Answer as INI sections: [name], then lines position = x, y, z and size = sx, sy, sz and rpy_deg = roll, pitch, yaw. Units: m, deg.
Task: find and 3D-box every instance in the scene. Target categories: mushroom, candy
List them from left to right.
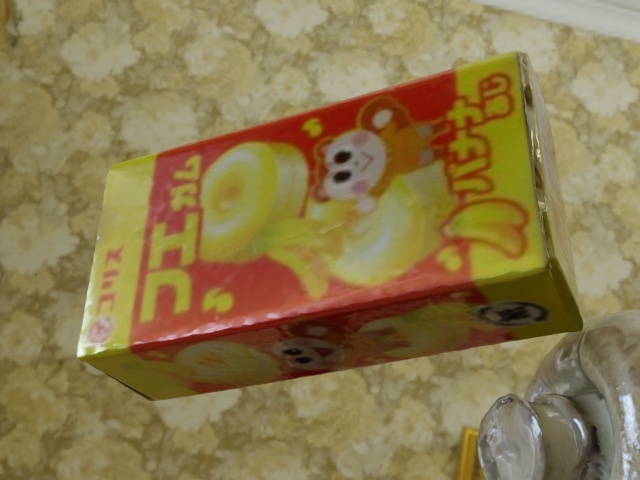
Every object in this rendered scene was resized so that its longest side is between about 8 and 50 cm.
[candy]
position = 0.000, 0.000, 0.516
size = 0.276, 0.146, 0.088
rpy_deg = -14, -34, 20
[mushroom]
position = 0.155, 0.120, 0.462
size = 0.127, 0.166, 0.166
rpy_deg = 2, -22, -12
